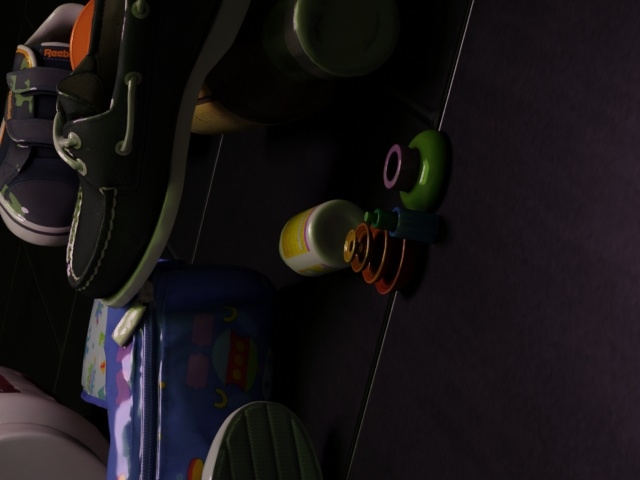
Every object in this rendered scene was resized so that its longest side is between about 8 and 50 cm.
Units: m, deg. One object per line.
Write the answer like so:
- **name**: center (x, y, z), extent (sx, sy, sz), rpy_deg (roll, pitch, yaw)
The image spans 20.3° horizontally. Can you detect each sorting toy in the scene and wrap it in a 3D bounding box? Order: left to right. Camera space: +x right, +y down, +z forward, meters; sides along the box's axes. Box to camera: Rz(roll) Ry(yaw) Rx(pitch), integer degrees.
- **sorting toy**: center (0.040, -0.017, 1.033), extent (0.061, 0.042, 0.102), rpy_deg (-130, 53, -68)

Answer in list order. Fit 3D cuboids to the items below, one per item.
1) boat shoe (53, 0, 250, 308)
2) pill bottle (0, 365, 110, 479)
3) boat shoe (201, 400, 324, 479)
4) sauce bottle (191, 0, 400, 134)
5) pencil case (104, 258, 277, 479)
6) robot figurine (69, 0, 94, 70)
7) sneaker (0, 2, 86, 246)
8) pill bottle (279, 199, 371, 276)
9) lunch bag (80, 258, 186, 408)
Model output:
- **boat shoe**: center (-0.129, -0.095, 1.163), extent (0.114, 0.091, 0.303), rpy_deg (50, 127, 55)
- **pill bottle**: center (-0.300, 0.243, 1.646), extent (0.392, 0.224, 0.224), rpy_deg (-172, 92, -73)
- **boat shoe**: center (-0.044, 0.214, 1.095), extent (0.076, 0.083, 0.226), rpy_deg (129, 146, -54)
- **sauce bottle**: center (-0.037, -0.131, 1.230), extent (0.344, 0.111, 0.111), rpy_deg (-175, 95, -70)
- **pencil case**: center (-0.096, 0.155, 1.219), extent (0.119, 0.133, 0.306), rpy_deg (-11, 64, 27)
- **robot figurine**: center (-0.154, -0.169, 1.583), extent (0.128, 0.158, 0.219), rpy_deg (-46, 17, -6)
- **sneaker**: center (-0.305, -0.143, 2.038), extent (0.127, 0.126, 0.321), rpy_deg (110, 163, -44)
- **pill bottle**: center (0.000, 0.000, 1.145), extent (0.083, 0.043, 0.043), rpy_deg (161, 117, -69)
- **lunch bag**: center (-0.140, 0.078, 1.452), extent (0.151, 0.096, 0.129), rpy_deg (166, 114, -81)
